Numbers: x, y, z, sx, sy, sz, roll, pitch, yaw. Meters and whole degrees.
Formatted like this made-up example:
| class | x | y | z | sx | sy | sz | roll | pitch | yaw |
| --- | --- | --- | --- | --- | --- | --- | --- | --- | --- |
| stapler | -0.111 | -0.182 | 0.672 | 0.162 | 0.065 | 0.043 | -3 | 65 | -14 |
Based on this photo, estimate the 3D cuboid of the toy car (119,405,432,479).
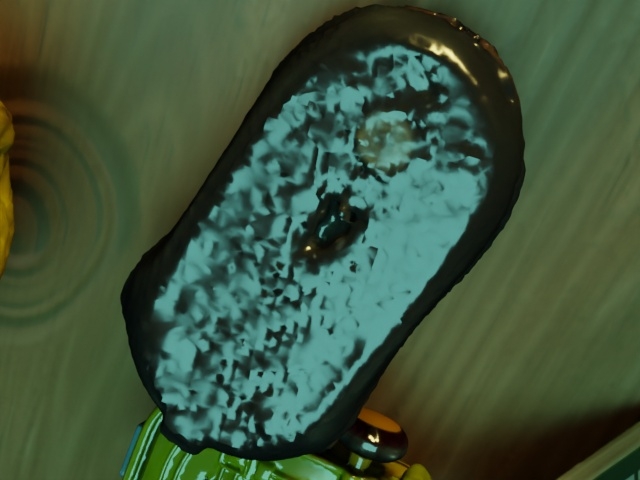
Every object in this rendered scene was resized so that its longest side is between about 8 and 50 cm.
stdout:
| class | x | y | z | sx | sy | sz | roll | pitch | yaw |
| --- | --- | --- | --- | --- | --- | --- | --- | --- | --- |
| toy car | -0.024 | 0.202 | 0.659 | 0.247 | 0.142 | 0.201 | 26 | 94 | 9 |

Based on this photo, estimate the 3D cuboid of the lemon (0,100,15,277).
| class | x | y | z | sx | sy | sz | roll | pitch | yaw |
| --- | --- | --- | --- | --- | --- | --- | --- | --- | --- |
| lemon | -0.350 | -0.019 | 0.473 | 0.335 | 0.336 | 0.336 | 1 | 117 | 2 |

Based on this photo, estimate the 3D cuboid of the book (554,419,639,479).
| class | x | y | z | sx | sy | sz | roll | pitch | yaw |
| --- | --- | --- | --- | --- | --- | --- | --- | --- | --- |
| book | 0.205 | 0.268 | 0.667 | 0.264 | 0.027 | 0.202 | -25 | 119 | -23 |

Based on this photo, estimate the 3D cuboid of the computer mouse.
| class | x | y | z | sx | sy | sz | roll | pitch | yaw |
| --- | --- | --- | --- | --- | --- | --- | --- | --- | --- |
| computer mouse | 0.001 | -0.001 | 0.552 | 0.183 | 0.116 | 0.323 | 38 | 100 | 6 |
